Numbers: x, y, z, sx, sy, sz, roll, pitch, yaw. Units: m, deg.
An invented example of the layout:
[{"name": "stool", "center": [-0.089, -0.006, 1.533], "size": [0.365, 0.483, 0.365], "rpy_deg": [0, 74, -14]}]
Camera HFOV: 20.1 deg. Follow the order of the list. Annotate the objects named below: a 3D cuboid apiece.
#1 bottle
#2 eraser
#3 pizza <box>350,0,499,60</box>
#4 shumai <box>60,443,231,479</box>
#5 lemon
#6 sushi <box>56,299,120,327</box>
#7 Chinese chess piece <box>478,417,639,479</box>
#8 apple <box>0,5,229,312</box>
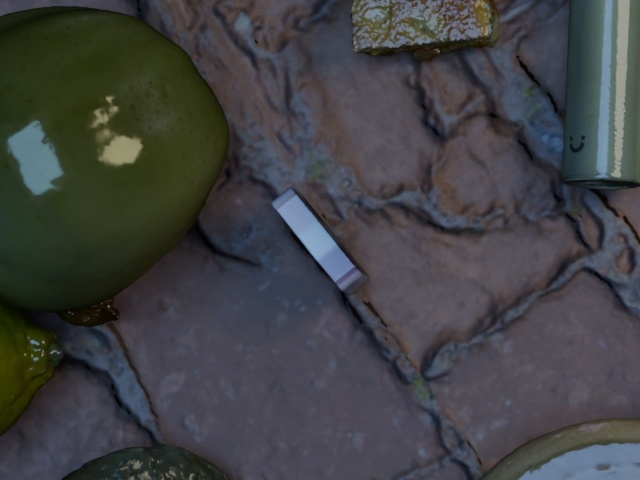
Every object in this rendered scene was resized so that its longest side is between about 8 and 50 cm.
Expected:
[{"name": "bottle", "center": [0.253, -0.149, 1.605], "size": [0.072, 0.072, 0.201], "rpy_deg": [2, 85, 9]}, {"name": "eraser", "center": [0.000, 0.000, 1.635], "size": [0.026, 0.065, 0.105], "rpy_deg": [-39, 79, 2]}, {"name": "pizza", "center": [0.076, -0.223, 1.652], "size": [0.134, 0.046, 0.175], "rpy_deg": [-38, 80, 3]}, {"name": "shumai", "center": [-0.184, 0.321, 1.619], "size": [0.272, 0.203, 0.222], "rpy_deg": [-33, 81, -30]}, {"name": "lemon", "center": [-0.355, 0.114, 1.625], "size": [0.248, 0.184, 0.184], "rpy_deg": [-14, 83, -3]}, {"name": "sushi", "center": [-0.228, 0.035, 1.670], "size": [0.118, 0.061, 0.060], "rpy_deg": [42, 118, 3]}, {"name": "Chinese chess piece", "center": [0.258, 0.319, 1.529], "size": [0.338, 0.140, 0.338], "rpy_deg": [-1, 85, 9]}, {"name": "apple", "center": [-0.227, -0.080, 1.577], "size": [0.279, 0.279, 0.279], "rpy_deg": [-1, 85, 9]}]
